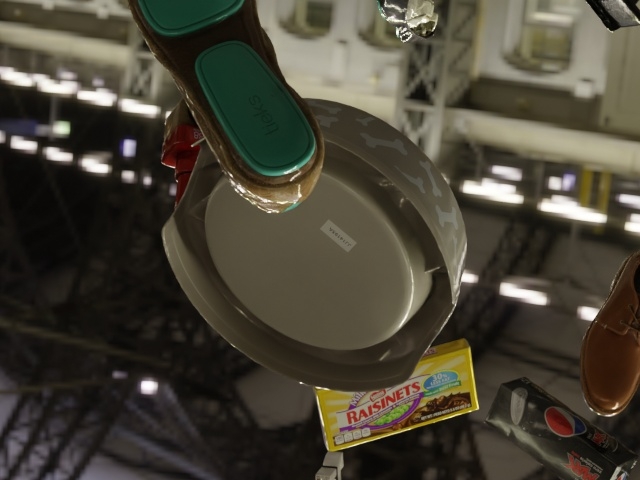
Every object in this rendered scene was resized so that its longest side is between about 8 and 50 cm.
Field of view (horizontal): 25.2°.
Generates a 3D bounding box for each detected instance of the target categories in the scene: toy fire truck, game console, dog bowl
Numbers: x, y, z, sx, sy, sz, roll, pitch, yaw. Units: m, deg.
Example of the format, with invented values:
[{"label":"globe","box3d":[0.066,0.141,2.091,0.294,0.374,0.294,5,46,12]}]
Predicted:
[{"label":"toy fire truck","box3d":[-0.093,-0.062,1.852,0.217,0.246,0.158,15,154,-22]},{"label":"game console","box3d":[0.275,-0.269,1.384,0.071,0.122,0.107,-26,-161,51]},{"label":"dog bowl","box3d":[0.000,0.000,1.555,0.349,0.348,0.102,10,-140,23]}]

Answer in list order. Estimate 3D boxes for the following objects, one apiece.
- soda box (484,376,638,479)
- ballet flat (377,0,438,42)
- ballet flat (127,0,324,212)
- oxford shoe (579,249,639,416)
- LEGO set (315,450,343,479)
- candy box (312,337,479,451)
[{"label":"soda box","box3d":[0.272,0.225,1.631,0.169,0.060,0.053,35,-154,30]},{"label":"ballet flat","box3d":[0.132,-0.329,2.048,0.074,0.074,0.203,8,173,14]},{"label":"ballet flat","box3d":[-0.093,-0.165,1.293,0.116,0.342,0.124,-24,158,-15]},{"label":"oxford shoe","box3d":[0.350,0.097,1.637,0.076,0.212,0.076,20,161,0]},{"label":"LEGO set","box3d":[0.038,0.374,1.689,0.087,0.227,0.093,2,-166,18]},{"label":"candy box","box3d":[0.097,0.198,1.834,0.206,0.105,0.027,-16,-150,-7]}]
